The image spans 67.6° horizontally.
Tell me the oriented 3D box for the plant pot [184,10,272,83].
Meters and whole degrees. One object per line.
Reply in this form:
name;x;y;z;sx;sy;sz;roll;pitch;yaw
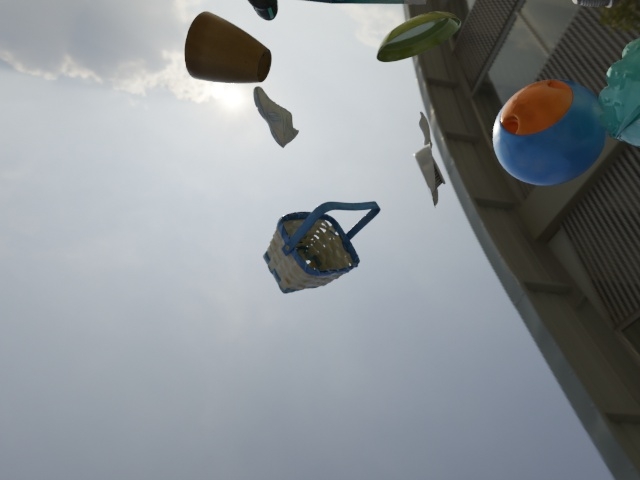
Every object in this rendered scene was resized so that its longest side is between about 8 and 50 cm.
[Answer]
plant pot;-0.311;-0.657;1.705;0.254;0.237;0.237;22;-133;10

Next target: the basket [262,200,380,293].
basket;0.000;0.000;1.238;0.254;0.289;0.201;-3;-122;-51

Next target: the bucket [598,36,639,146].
bucket;0.775;-0.312;1.021;0.280;0.282;0.183;5;-151;-13

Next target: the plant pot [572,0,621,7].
plant pot;0.823;-0.814;1.471;0.237;0.109;0.238;46;-149;-39

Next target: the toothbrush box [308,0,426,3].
toothbrush box;0.060;-0.572;1.006;0.295;0.126;0.216;-23;-141;-37

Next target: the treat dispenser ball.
treat dispenser ball;0.632;-0.297;1.326;0.287;0.288;0.288;8;-132;-9

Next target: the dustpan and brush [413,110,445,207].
dustpan and brush;0.244;-0.190;1.082;0.060;0.147;0.211;-23;-102;13

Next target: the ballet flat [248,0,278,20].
ballet flat;-0.162;-0.633;1.162;0.095;0.096;0.281;-20;-120;7

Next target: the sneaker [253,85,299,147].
sneaker;-0.102;-0.289;1.089;0.061;0.152;0.054;-35;-145;-6

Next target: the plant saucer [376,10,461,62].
plant saucer;0.262;-0.561;1.308;0.240;0.241;0.037;-19;-89;-30
